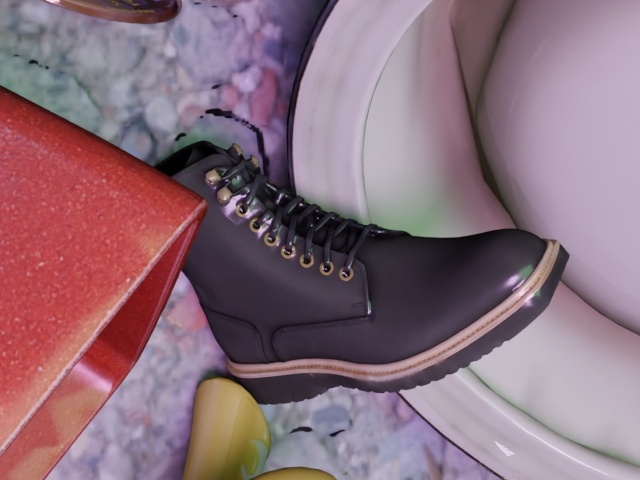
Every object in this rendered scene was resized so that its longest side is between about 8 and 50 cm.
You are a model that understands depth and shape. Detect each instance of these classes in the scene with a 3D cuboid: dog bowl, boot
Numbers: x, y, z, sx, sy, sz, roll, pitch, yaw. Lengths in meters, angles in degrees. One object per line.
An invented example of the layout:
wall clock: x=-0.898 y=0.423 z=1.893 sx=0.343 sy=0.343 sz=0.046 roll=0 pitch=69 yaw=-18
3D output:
dog bowl: x=0.198 y=-0.037 z=0.759 sx=0.408 sy=0.408 sz=0.150 roll=56 pitch=40 yaw=-22
boot: x=0.000 y=0.000 z=0.737 sx=0.137 sy=0.198 sz=0.077 roll=55 pitch=39 yaw=-19

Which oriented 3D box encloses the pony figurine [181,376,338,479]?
pony figurine: x=-0.052 y=0.286 z=0.698 sx=0.363 sy=0.303 sz=0.351 roll=-46 pitch=117 yaw=-45

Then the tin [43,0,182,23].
tin: x=-0.141 y=-0.147 z=0.689 sx=0.190 sy=0.106 sz=0.040 roll=23 pitch=73 yaw=-32

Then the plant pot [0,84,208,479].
plant pot: x=-0.224 y=0.048 z=0.550 sx=0.236 sy=0.267 sz=0.267 roll=38 pitch=71 yaw=0
